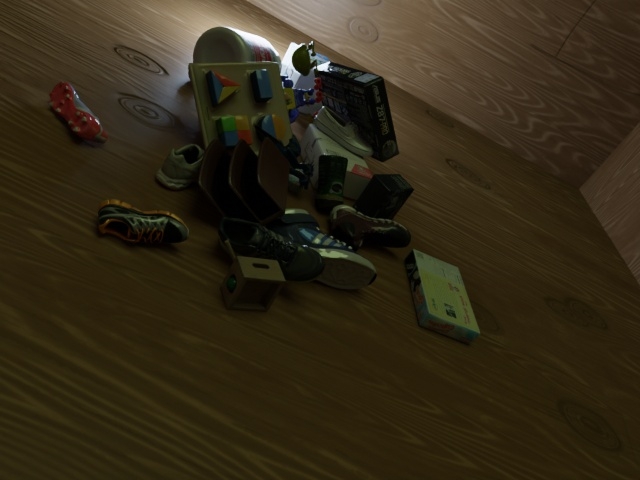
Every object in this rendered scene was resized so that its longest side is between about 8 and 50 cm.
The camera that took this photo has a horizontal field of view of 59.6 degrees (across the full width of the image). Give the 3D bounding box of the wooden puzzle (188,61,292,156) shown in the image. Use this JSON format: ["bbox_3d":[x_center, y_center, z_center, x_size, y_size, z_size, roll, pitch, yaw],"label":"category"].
[{"bbox_3d":[-0.238,-0.430,1.825,0.348,0.081,0.321,-13,92,-36],"label":"wooden puzzle"}]

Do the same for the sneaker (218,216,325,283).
[{"bbox_3d":[-0.133,0.023,1.397,0.300,0.111,0.121,18,-14,12],"label":"sneaker"}]

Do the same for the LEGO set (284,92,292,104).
[{"bbox_3d":[-0.247,-0.474,2.058,0.287,0.132,0.107,3,42,-5],"label":"LEGO set"}]

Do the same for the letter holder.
[{"bbox_3d":[-0.212,-0.194,1.585,0.214,0.152,0.301,52,20,-28],"label":"letter holder"}]

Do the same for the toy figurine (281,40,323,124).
[{"bbox_3d":[-0.123,-0.595,2.224,0.217,0.362,0.191,-12,11,-16],"label":"toy figurine"}]

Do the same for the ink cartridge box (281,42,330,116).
[{"bbox_3d":[-0.059,-0.712,2.502,0.198,0.197,0.270,13,36,-28],"label":"ink cartridge box"}]

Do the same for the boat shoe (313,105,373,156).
[{"bbox_3d":[0.097,-0.406,2.083,0.258,0.084,0.095,32,30,-3],"label":"boat shoe"}]

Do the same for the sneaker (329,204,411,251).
[{"bbox_3d":[0.154,-0.004,1.796,0.282,0.106,0.162,18,37,-3],"label":"sneaker"}]

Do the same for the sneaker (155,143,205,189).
[{"bbox_3d":[-0.348,-0.225,1.622,0.099,0.121,0.262,41,31,14],"label":"sneaker"}]

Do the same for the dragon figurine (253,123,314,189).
[{"bbox_3d":[-0.111,-0.281,1.777,0.144,0.289,0.085,-3,48,17],"label":"dragon figurine"}]

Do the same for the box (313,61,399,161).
[{"bbox_3d":[0.134,-0.507,2.181,0.097,0.318,0.395,-28,34,-17],"label":"box"}]

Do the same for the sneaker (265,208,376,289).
[{"bbox_3d":[-0.001,0.000,1.598,0.323,0.130,0.236,13,42,-19],"label":"sneaker"}]

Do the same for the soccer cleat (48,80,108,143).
[{"bbox_3d":[-0.683,-0.358,1.571,0.248,0.083,0.095,46,4,31],"label":"soccer cleat"}]

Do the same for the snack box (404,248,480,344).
[{"bbox_3d":[0.380,0.170,1.772,0.187,0.060,0.321,22,32,-15],"label":"snack box"}]

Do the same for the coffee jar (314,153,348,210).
[{"bbox_3d":[0.035,-0.191,1.872,0.096,0.184,0.079,6,-1,-35],"label":"coffee jar"}]

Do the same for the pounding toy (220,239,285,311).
[{"bbox_3d":[-0.174,0.086,1.325,0.141,0.130,0.100,9,38,-34],"label":"pounding toy"}]

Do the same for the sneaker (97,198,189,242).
[{"bbox_3d":[-0.421,-0.027,1.322,0.215,0.084,0.083,13,38,-14],"label":"sneaker"}]

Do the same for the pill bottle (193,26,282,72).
[{"bbox_3d":[-0.307,-0.702,2.209,0.229,0.229,0.408,37,21,7],"label":"pill bottle"}]

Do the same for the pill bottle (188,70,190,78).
[{"bbox_3d":[-0.466,-0.661,2.192,0.065,0.065,0.116,32,31,-1],"label":"pill bottle"}]

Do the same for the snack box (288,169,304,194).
[{"bbox_3d":[-0.103,-0.224,1.922,0.100,0.037,0.141,26,32,-7],"label":"snack box"}]

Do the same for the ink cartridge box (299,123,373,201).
[{"bbox_3d":[0.054,-0.293,2.084,0.207,0.117,0.283,14,35,-28],"label":"ink cartridge box"}]

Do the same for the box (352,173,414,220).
[{"bbox_3d":[0.225,-0.151,1.999,0.158,0.156,0.093,-8,50,-47],"label":"box"}]
